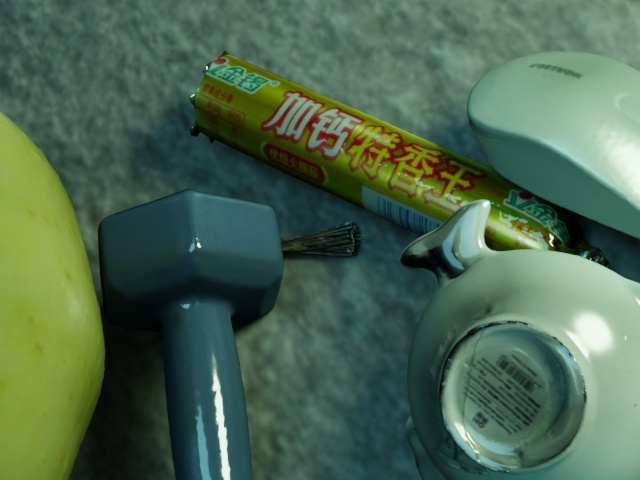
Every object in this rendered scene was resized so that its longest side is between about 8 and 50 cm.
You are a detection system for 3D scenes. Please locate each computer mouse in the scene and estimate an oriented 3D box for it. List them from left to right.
[{"bbox_3d":[0.214,-0.074,1.063,0.231,0.079,0.128,25,50,24],"label":"computer mouse"}]

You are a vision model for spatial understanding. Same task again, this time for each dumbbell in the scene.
[{"bbox_3d":[-0.086,0.127,1.096,0.144,0.160,0.324,-34,55,42],"label":"dumbbell"}]

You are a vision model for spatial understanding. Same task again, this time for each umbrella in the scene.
[{"bbox_3d":[0.001,0.001,1.180,0.083,0.020,0.031,-10,66,25],"label":"umbrella"}]

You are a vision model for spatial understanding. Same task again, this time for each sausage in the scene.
[{"bbox_3d":[0.058,-0.049,1.142,0.371,0.082,0.082,25,82,28],"label":"sausage"}]

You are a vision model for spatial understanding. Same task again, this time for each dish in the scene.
[{"bbox_3d":[0.135,0.092,1.017,0.224,0.078,0.246,-36,77,20],"label":"dish"}]

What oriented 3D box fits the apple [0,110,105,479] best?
[{"bbox_3d":[-0.372,0.079,1.054,0.474,0.473,0.473,-8,68,20],"label":"apple"}]
